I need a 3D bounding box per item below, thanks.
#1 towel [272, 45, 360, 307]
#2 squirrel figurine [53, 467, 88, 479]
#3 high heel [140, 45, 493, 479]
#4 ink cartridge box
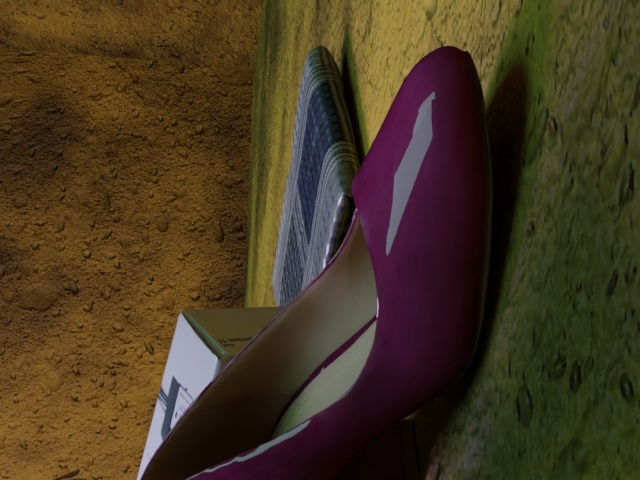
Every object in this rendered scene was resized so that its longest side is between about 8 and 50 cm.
[{"bbox_3d":[0.000,0.000,1.200,0.312,0.056,0.324,-101,18,-55],"label":"towel"},{"bbox_3d":[-0.197,0.423,1.200,0.281,0.370,0.397,-96,12,-55],"label":"squirrel figurine"},{"bbox_3d":[-0.013,0.054,0.647,0.127,0.181,0.377,-96,11,-54],"label":"high heel"},{"bbox_3d":[-0.070,0.168,1.017,0.087,0.153,0.208,41,121,46],"label":"ink cartridge box"}]
